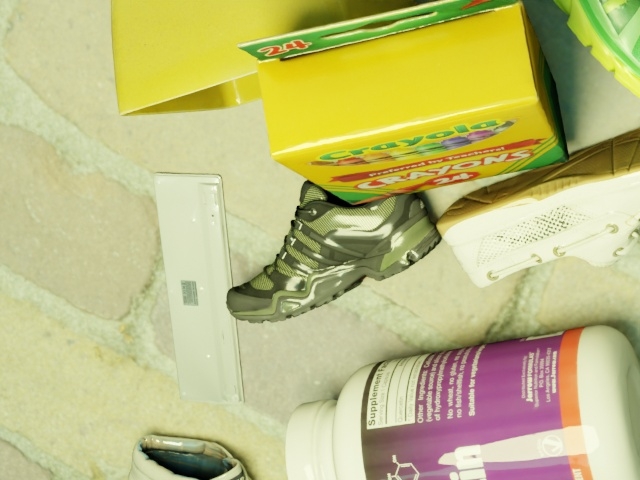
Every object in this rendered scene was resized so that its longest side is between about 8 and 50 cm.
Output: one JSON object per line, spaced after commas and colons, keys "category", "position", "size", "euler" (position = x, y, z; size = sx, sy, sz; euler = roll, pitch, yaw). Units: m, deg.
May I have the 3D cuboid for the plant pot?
{"category": "plant pot", "position": [-0.055, -0.224, 1.134], "size": [0.212, 0.212, 0.187], "euler": [-14, 91, 23]}

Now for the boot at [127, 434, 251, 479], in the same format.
{"category": "boot", "position": [-0.089, 0.289, 1.417], "size": [0.258, 0.095, 0.123], "euler": [15, 123, 12]}

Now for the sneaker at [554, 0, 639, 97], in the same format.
{"category": "sneaker", "position": [0.254, -0.215, 1.082], "size": [0.295, 0.109, 0.123], "euler": [48, 122, -6]}

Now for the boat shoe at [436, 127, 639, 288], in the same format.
{"category": "boat shoe", "position": [0.241, -0.025, 1.181], "size": [0.277, 0.098, 0.096], "euler": [-18, 107, 33]}

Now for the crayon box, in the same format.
{"category": "crayon box", "position": [0.077, -0.102, 1.057], "size": [0.202, 0.318, 0.081], "euler": [-11, 81, 14]}

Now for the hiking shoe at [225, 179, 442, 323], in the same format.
{"category": "hiking shoe", "position": [0.000, 0.000, 1.284], "size": [0.227, 0.086, 0.114], "euler": [-24, 90, 20]}

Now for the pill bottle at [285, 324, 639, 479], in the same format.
{"category": "pill bottle", "position": [0.138, 0.190, 1.254], "size": [0.323, 0.181, 0.182], "euler": [-12, 108, 22]}

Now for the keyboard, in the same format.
{"category": "keyboard", "position": [-0.123, 0.053, 1.377], "size": [0.072, 0.014, 0.256], "euler": [5, 114, 21]}
